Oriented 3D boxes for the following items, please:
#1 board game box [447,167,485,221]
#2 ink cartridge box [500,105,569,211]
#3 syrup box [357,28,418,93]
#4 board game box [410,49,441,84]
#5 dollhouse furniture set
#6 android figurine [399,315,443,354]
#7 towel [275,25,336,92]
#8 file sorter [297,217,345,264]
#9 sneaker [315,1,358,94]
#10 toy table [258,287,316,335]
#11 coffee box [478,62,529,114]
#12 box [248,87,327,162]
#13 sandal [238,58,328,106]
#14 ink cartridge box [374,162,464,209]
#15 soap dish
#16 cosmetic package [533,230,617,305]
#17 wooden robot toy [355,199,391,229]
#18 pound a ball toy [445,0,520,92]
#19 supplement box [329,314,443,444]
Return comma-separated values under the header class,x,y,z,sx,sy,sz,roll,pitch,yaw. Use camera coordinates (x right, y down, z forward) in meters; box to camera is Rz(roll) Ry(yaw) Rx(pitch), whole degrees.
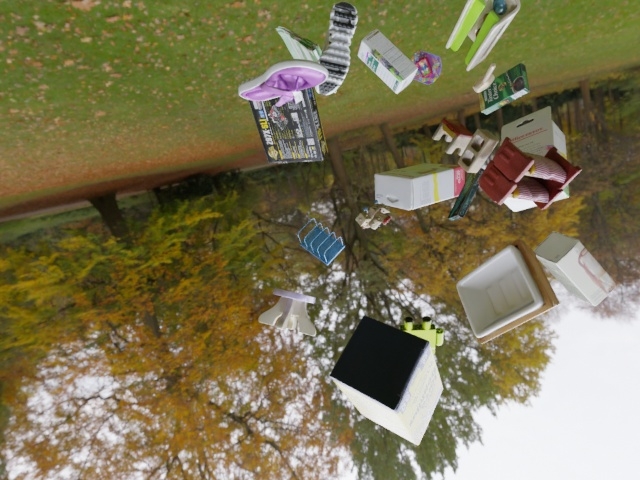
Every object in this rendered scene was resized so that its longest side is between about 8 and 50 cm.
class,x,y,z,sx,sy,sz,roll,pitch,yaw
board game box,0.520,-0.161,1.442,0.026,0.186,0.126,26,178,3
ink cartridge box,0.806,-0.308,1.534,0.119,0.353,0.207,27,152,-31
syrup box,0.266,-0.716,1.616,0.096,0.237,0.093,-42,174,-14
board game box,0.494,-0.831,1.938,0.169,0.133,0.033,34,-142,26
dollhouse furniture set,0.535,-0.266,1.204,0.202,0.152,0.374,1,-137,-26
android figurine,0.467,0.479,1.946,0.249,0.272,0.056,-5,-149,7
towel,-0.057,-0.791,1.758,0.038,0.248,0.325,-43,-127,0
file sorter,0.000,0.000,1.764,0.170,0.104,0.118,36,-107,26
sneaker,0.049,-0.644,1.380,0.110,0.291,0.118,14,-165,-12
toy table,-0.124,0.298,1.715,0.253,0.160,0.274,10,170,23
coffee box,0.697,-0.576,1.544,0.041,0.113,0.184,8,164,-32
box,-0.129,-0.473,1.637,0.257,0.321,0.079,2,-139,22
sandal,-0.118,-0.468,1.266,0.170,0.102,0.416,-2,-172,-35
ink cartridge box,0.513,-0.291,2.092,0.385,0.160,0.279,-18,-158,-31
soap dish,0.582,0.166,1.271,0.118,0.228,0.290,5,145,-24
cosmetic package,1.040,0.114,1.652,0.129,0.296,0.153,-48,-161,7
wooden robot toy,0.149,-0.057,1.178,0.079,0.076,0.173,-54,170,32
pound a ball toy,0.557,-0.666,1.338,0.136,0.208,0.319,-39,174,-1
supplement box,0.201,0.400,1.133,0.195,0.356,0.194,18,-118,33
